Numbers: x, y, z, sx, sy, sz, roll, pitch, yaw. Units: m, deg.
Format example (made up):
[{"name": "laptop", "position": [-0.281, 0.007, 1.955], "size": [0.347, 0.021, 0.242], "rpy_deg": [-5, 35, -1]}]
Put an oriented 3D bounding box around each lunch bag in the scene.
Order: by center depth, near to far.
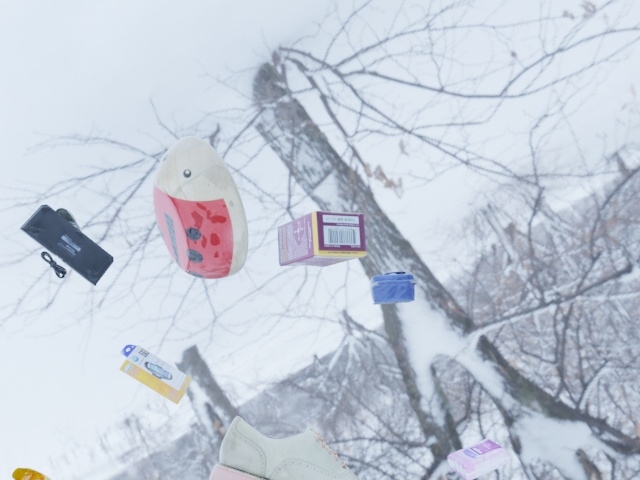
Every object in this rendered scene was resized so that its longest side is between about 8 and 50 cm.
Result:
[{"name": "lunch bag", "position": [0.153, 0.097, 1.279], "size": [0.098, 0.065, 0.067], "rpy_deg": [-4, 170, -4]}]

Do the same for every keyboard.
[{"name": "keyboard", "position": [-0.510, 0.021, 1.222], "size": [0.023, 0.180, 0.108], "rpy_deg": [-29, -153, 41]}]

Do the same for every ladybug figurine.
[{"name": "ladybug figurine", "position": [-0.332, -0.058, 1.645], "size": [0.162, 0.305, 0.449], "rpy_deg": [-34, 138, -32]}]

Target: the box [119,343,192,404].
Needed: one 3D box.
[{"name": "box", "position": [-0.302, 0.238, 1.109], "size": [0.028, 0.136, 0.081], "rpy_deg": [-58, -175, 5]}]

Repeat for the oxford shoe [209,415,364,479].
[{"name": "oxford shoe", "position": [-0.001, 0.436, 1.162], "size": [0.397, 0.146, 0.140], "rpy_deg": [15, 160, -2]}]

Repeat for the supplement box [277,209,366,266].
[{"name": "supplement box", "position": [0.000, 0.000, 0.599], "size": [0.055, 0.043, 0.083], "rpy_deg": [2, 170, -30]}]

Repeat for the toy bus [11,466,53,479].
[{"name": "toy bus", "position": [-0.516, 0.552, 1.102], "size": [0.149, 0.211, 0.220], "rpy_deg": [-9, -135, 41]}]

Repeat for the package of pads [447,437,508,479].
[{"name": "package of pads", "position": [0.251, 0.349, 0.978], "size": [0.083, 0.032, 0.050], "rpy_deg": [-13, -168, -21]}]

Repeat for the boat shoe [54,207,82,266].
[{"name": "boat shoe", "position": [-0.639, -0.010, 1.543], "size": [0.078, 0.219, 0.070], "rpy_deg": [-13, 126, -27]}]
